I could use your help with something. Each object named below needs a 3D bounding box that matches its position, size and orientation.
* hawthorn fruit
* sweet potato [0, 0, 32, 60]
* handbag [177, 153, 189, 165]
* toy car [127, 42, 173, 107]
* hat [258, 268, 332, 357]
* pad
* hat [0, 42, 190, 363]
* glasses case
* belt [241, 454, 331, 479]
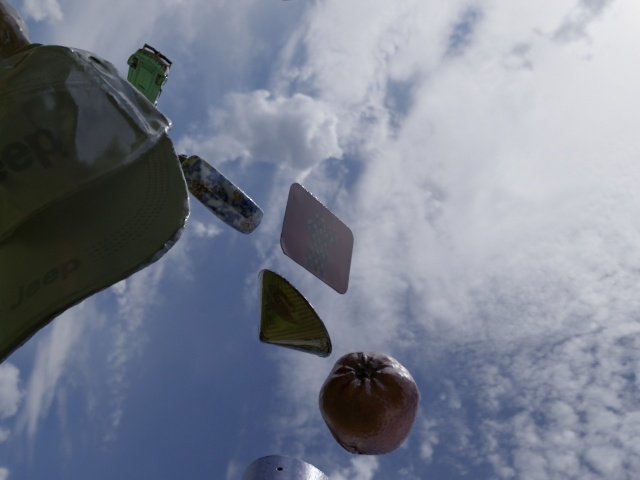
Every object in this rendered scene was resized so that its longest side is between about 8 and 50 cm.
[{"bbox_3d":[0.086,0.300,0.982,0.179,0.179,0.200,31,-43,39],"label":"hawthorn fruit"},{"bbox_3d":[-0.527,-0.272,0.735,0.423,0.130,0.130,10,-93,28],"label":"sweet potato"},{"bbox_3d":[-0.389,-0.204,1.489,0.047,0.111,0.072,-171,-79,-74],"label":"handbag"},{"bbox_3d":[-0.263,-0.233,0.830,0.122,0.059,0.035,-44,-166,52],"label":"toy car"},{"bbox_3d":[-0.072,0.148,0.957,0.082,0.193,0.193,-38,-134,-25],"label":"hat"},{"bbox_3d":[0.000,0.000,1.257,0.004,0.267,0.181,-11,-122,34],"label":"pad"},{"bbox_3d":[-0.213,-0.047,0.397,0.214,0.149,0.244,-36,-151,-5],"label":"hat"},{"bbox_3d":[-0.230,-0.100,1.287,0.087,0.248,0.065,-51,-136,-3],"label":"glasses case"},{"bbox_3d":[-0.035,0.620,1.178,0.212,0.117,0.347,-37,-82,6],"label":"belt"}]
